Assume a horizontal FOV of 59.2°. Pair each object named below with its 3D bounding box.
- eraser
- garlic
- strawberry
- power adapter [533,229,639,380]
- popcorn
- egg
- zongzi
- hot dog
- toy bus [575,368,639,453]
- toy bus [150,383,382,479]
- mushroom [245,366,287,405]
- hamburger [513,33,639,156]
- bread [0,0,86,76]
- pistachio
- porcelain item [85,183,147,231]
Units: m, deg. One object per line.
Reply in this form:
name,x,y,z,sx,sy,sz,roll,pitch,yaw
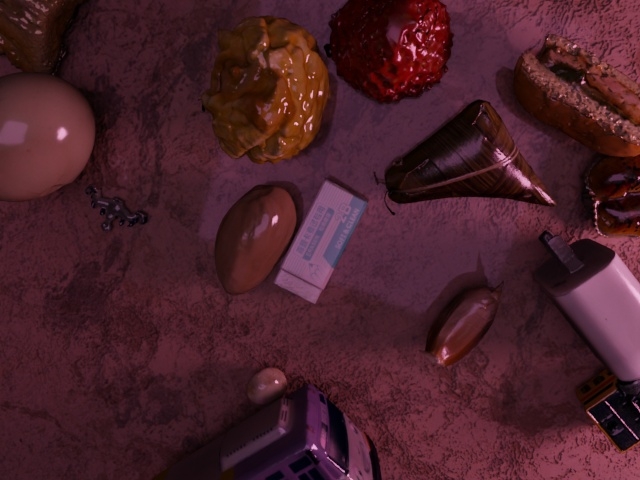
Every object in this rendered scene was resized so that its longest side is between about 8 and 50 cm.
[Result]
eraser,0.000,0.000,1.075,0.095,0.052,0.225,27,101,-1
garlic,0.271,0.144,1.029,0.090,0.128,0.198,46,105,14
strawberry,0.116,-0.354,0.942,0.233,0.178,0.234,0,93,4
power adapter,0.467,0.088,0.968,0.124,0.187,0.255,-38,93,10
popcorn,-0.100,-0.255,0.962,0.225,0.249,0.250,22,102,20
egg,-0.537,-0.185,1.021,0.269,0.219,0.219,-22,97,10
zongzi,0.256,-0.087,1.009,0.247,0.111,0.241,-35,100,16
hot dog,0.595,-0.078,0.980,0.270,0.082,0.163,0,101,6
toy bus,0.632,0.230,1.006,0.335,0.123,0.121,-41,92,11
toy bus,-0.121,0.478,1.077,0.439,0.209,0.249,-33,105,10
mushroom,-0.109,0.290,1.129,0.084,0.083,0.067,-56,48,12
hamburger,0.436,-0.227,0.948,0.262,0.131,0.124,36,67,5
bread,-0.535,-0.430,1.022,0.174,0.133,0.252,34,101,-2
pistachio,-0.127,-0.002,1.058,0.135,0.136,0.226,27,108,1
porcelain item,-0.419,-0.050,1.130,0.136,0.021,0.075,30,102,1
